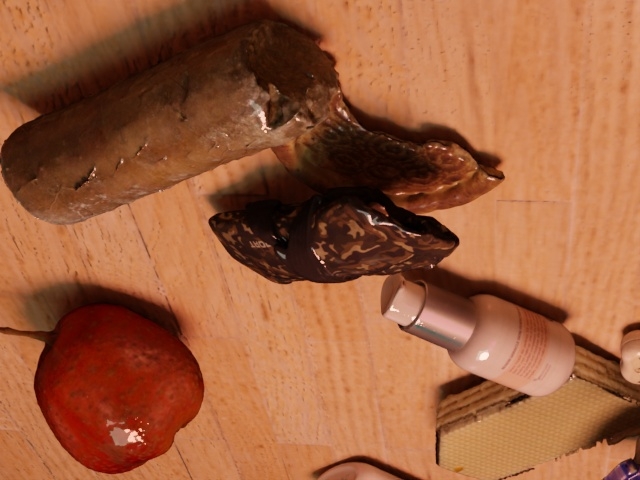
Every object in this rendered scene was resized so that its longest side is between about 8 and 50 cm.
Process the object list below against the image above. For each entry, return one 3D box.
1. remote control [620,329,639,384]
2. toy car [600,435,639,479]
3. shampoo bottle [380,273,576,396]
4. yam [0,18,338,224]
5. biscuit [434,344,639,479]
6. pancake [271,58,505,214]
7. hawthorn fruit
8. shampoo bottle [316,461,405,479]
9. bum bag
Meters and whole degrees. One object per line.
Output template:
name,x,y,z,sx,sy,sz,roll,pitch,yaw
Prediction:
remote control,0.340,0.107,1.232,0.122,0.032,0.074,0,147,11
toy car,0.383,0.259,1.311,0.235,0.158,0.172,-17,154,-19
shampoo bottle,0.137,0.082,1.191,0.192,0.074,0.074,21,145,-22
yam,-0.113,-0.084,0.968,0.259,0.093,0.093,-18,140,34
biscuit,0.211,0.181,1.353,0.150,0.052,0.252,24,142,-31
pancake,0.050,-0.071,1.020,0.190,0.020,0.184,7,147,2
hawthorn fruit,-0.216,0.124,1.282,0.203,0.163,0.162,44,135,-19
shampoo bottle,0.100,0.327,1.603,0.221,0.051,0.108,28,141,-30
bum bag,-0.001,0.000,1.068,0.102,0.069,0.248,13,164,-37
